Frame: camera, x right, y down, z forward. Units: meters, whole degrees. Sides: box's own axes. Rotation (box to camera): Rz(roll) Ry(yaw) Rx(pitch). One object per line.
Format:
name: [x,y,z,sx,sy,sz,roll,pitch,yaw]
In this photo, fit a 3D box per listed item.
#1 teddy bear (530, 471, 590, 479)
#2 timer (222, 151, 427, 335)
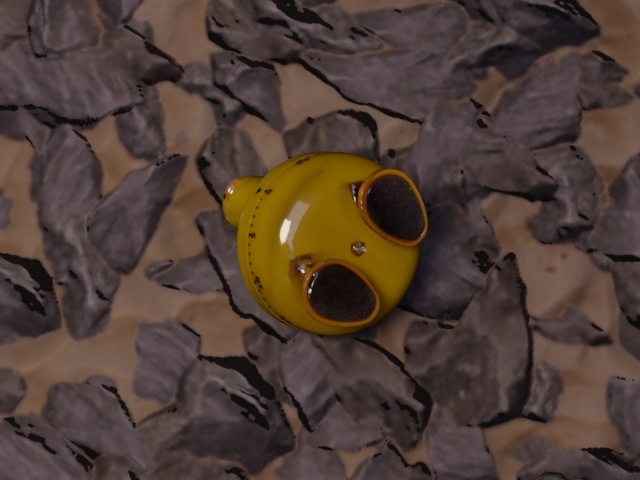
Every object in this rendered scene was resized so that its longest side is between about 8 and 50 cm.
teddy bear: [0.161,0.248,0.723,0.267,0.151,0.236,39,66,11]
timer: [0.000,0.000,0.810,0.107,0.109,0.107,-3,96,-26]
